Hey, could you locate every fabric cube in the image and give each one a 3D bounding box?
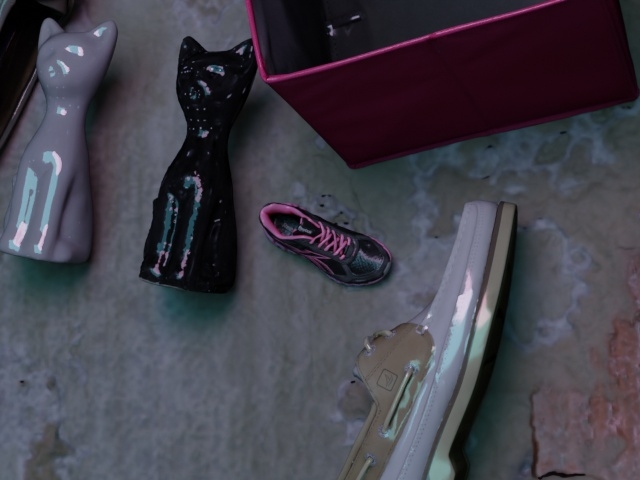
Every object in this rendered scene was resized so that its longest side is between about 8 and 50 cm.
[{"bbox_3d":[0.088,-0.229,1.445,0.259,0.258,0.254,-14,73,13],"label":"fabric cube"}]

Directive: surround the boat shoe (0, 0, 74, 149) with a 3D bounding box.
[{"bbox_3d":[-0.257,-0.212,1.622,0.091,0.109,0.305,29,92,19],"label":"boat shoe"}]

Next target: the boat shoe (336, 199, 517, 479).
[{"bbox_3d":[0.076,0.106,1.446,0.103,0.113,0.302,15,82,13],"label":"boat shoe"}]

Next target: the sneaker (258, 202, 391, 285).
[{"bbox_3d":[0.000,0.000,1.522,0.119,0.057,0.047,22,82,18],"label":"sneaker"}]

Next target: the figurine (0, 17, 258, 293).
[{"bbox_3d":[-0.160,-0.077,1.549,0.215,0.092,0.209,11,91,19],"label":"figurine"}]
